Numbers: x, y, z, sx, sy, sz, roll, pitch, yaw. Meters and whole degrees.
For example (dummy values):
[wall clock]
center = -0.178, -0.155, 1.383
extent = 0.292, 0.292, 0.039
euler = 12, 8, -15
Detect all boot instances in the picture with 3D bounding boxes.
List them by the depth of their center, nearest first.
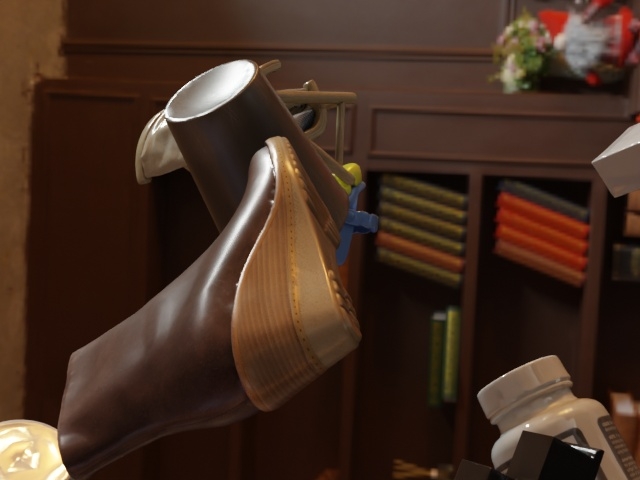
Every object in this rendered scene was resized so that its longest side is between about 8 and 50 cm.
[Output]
[boot]
center = -0.088, 0.034, 0.647
extent = 0.090, 0.206, 0.248
euler = 59, -170, -34

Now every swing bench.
[swing bench]
center = -0.117, -0.165, 1.462
extent = 0.254, 0.253, 0.165
euler = 16, -111, -44

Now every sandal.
[sandal]
center = 0.000, 0.000, 1.752
extent = 0.317, 0.138, 0.126
euler = -46, 13, -16

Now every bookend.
[bookend]
center = 0.224, 0.281, 1.064
extent = 0.072, 0.157, 0.156
euler = -8, 56, 65

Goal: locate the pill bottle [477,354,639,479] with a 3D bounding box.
[pill bottle]
center = 0.343, 0.327, 1.264
extent = 0.176, 0.176, 0.319
euler = 66, 179, -69

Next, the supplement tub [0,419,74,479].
[supplement tub]
center = -0.359, 0.325, 1.079
extent = 0.144, 0.144, 0.200
euler = -69, -4, -60

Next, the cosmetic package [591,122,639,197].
[cosmetic package]
center = 0.437, -0.125, 1.061
extent = 0.099, 0.239, 0.060
euler = -40, -83, -30

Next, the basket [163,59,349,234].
[basket]
center = -0.082, -0.094, 1.143
extent = 0.227, 0.154, 0.204
euler = 61, -143, -31
